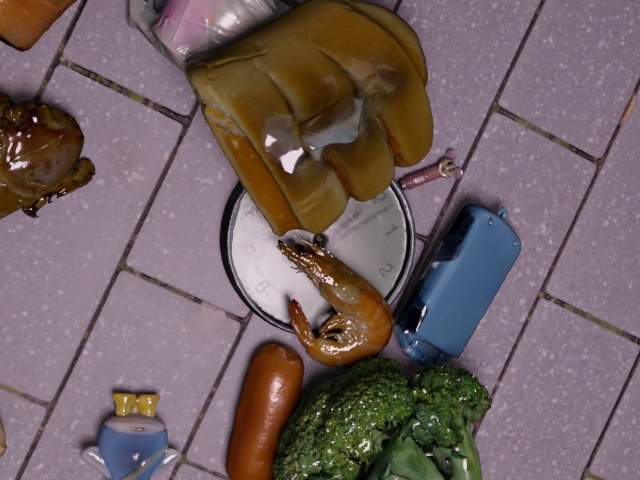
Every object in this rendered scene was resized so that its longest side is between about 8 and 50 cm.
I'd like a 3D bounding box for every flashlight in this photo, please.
[{"bbox_3d":[0.182,-0.110,1.463,0.110,0.031,0.052,-22,98,-8],"label":"flashlight"}]

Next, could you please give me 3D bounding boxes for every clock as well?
[{"bbox_3d":[-0.001,-0.001,1.422,0.319,0.066,0.318,-1,93,-11],"label":"clock"}]

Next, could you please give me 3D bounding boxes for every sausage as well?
[{"bbox_3d":[-0.086,0.283,1.414,0.098,0.098,0.238,14,93,-11],"label":"sausage"}]

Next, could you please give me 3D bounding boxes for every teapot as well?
[{"bbox_3d":[-0.182,-0.341,1.316,0.178,0.163,0.221,-44,99,0],"label":"teapot"}]

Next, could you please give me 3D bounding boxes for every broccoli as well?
[{"bbox_3d":[0.078,0.353,1.332,0.413,0.321,0.310,-35,92,-40],"label":"broccoli"}]

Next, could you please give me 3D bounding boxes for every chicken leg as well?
[{"bbox_3d":[-0.520,-0.097,1.282,0.361,0.140,0.211,-27,107,-11],"label":"chicken leg"}]

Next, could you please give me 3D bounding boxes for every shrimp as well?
[{"bbox_3d":[0.011,0.095,1.367,0.150,0.068,0.248,-37,105,-3],"label":"shrimp"}]

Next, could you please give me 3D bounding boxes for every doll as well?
[{"bbox_3d":[-0.298,0.359,1.376,0.135,0.099,0.240,3,96,-50],"label":"doll"}]

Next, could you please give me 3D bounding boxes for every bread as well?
[{"bbox_3d":[0.020,-0.184,1.254,0.341,0.210,0.300,-30,116,-11],"label":"bread"}]

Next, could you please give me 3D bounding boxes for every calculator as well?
[{"bbox_3d":[0.227,0.071,1.439,0.173,0.051,0.293,33,87,-45],"label":"calculator"}]

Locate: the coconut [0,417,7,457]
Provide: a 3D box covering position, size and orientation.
[{"bbox_3d":[-0.549,0.275,1.294,0.183,0.171,0.170,14,91,-8],"label":"coconut"}]

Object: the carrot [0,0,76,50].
[{"bbox_3d":[-0.394,-0.440,1.241,0.224,0.224,0.340,37,90,-11],"label":"carrot"}]
